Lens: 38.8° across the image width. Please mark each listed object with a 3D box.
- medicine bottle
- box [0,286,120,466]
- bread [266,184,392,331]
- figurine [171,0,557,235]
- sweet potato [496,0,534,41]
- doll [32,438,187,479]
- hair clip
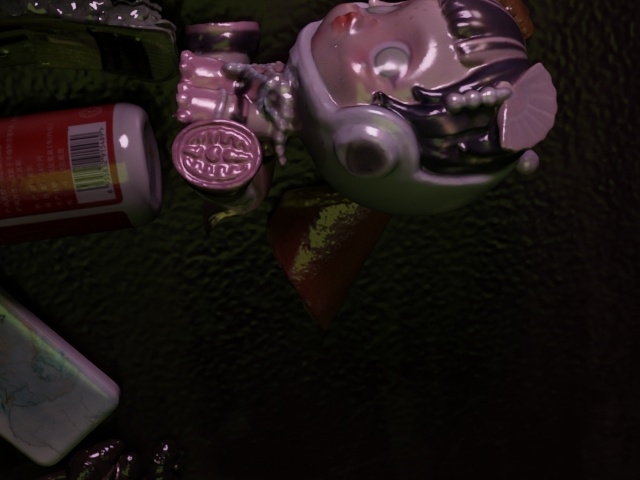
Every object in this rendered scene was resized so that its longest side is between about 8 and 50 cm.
[{"bbox_3d":[-0.296,-0.065,0.938,0.250,0.131,0.131,-7,109,-1],"label":"medicine bottle"},{"bbox_3d":[-0.376,0.133,1.046,0.142,0.044,0.285,-43,105,14],"label":"box"},{"bbox_3d":[0.000,0.000,1.010,0.119,0.067,0.192,24,105,-11],"label":"bread"},{"bbox_3d":[0.033,-0.132,0.899,0.361,0.253,0.211,-10,148,5],"label":"figurine"},{"bbox_3d":[0.108,-0.277,0.933,0.255,0.058,0.078,18,127,-5],"label":"sweet potato"},{"bbox_3d":[-0.244,0.292,1.096,0.165,0.057,0.139,-42,113,-2],"label":"doll"},{"bbox_3d":[-0.301,-0.213,0.902,0.321,0.138,0.091,-2,70,-3],"label":"hair clip"}]
